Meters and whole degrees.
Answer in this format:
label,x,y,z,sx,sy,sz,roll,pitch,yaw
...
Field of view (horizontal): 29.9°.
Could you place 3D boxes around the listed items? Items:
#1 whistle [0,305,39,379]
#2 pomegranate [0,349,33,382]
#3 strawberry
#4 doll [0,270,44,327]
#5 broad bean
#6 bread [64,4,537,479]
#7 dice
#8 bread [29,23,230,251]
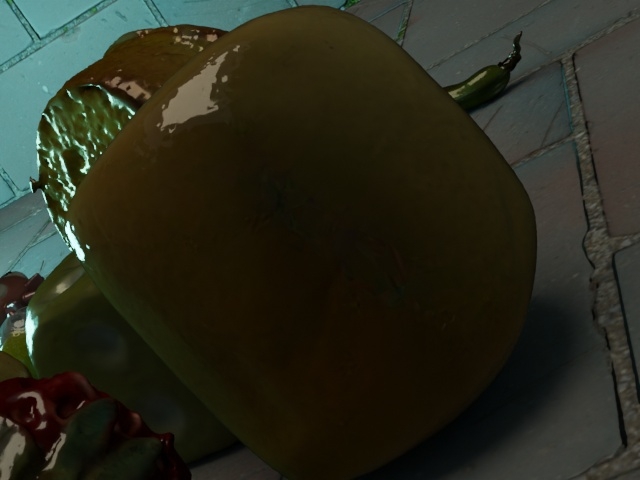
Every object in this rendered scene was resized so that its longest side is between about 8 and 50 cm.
label,x,y,z,sx,sy,sz,roll,pitch,yaw
whistle,-0.451,0.167,1.819,0.223,0.123,0.123,-36,11,46
pomegranate,-0.466,0.224,1.544,0.207,0.207,0.207,-30,18,11
strawberry,-0.255,0.287,0.931,0.345,0.295,0.318,-40,45,44
doll,-0.597,0.128,2.185,0.211,0.093,0.262,-22,17,12
broad bean,0.173,-0.204,1.794,0.325,0.067,0.075,-21,52,29
bread,0.000,0.000,1.043,0.348,0.376,0.253,-41,0,-7
dice,-0.160,0.089,1.308,0.226,0.233,0.238,-25,19,27
bread,-0.174,-0.087,1.533,0.398,0.398,0.215,-14,17,46
